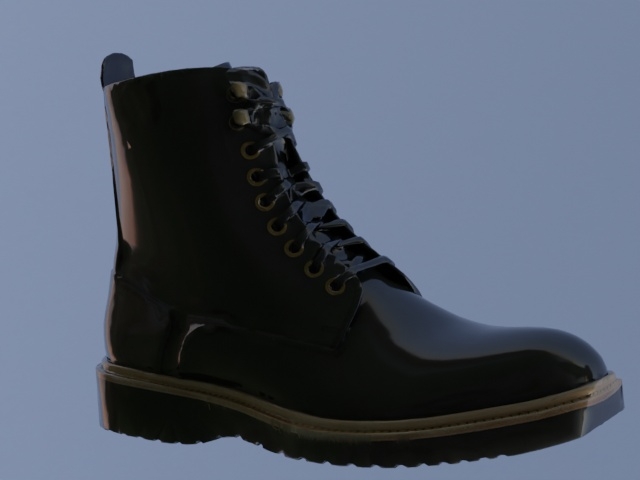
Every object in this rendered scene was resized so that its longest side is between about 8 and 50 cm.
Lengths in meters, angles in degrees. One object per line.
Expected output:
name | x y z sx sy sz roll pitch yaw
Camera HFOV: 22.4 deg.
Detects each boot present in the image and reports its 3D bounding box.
boot | 0.000 0.000 0.542 0.198 0.077 0.137 0 -85 29
